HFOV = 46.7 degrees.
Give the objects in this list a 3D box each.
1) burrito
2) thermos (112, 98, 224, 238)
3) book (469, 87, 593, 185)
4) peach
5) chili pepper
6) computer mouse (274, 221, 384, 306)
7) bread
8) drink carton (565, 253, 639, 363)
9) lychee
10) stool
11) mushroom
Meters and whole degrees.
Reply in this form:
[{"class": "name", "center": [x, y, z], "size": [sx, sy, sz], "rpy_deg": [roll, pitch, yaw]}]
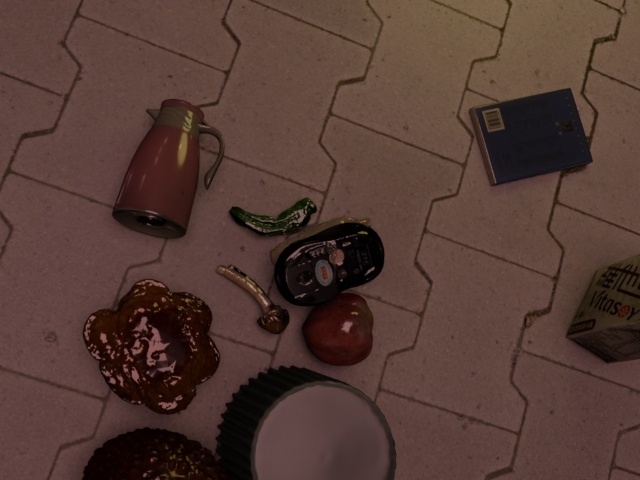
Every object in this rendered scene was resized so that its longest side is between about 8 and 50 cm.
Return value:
[{"class": "burrito", "center": [0.001, 0.001, 1.566], "size": [0.230, 0.063, 0.058], "rpy_deg": [-27, 127, -9]}, {"class": "thermos", "center": [-0.292, -0.148, 1.477], "size": [0.177, 0.146, 0.265], "rpy_deg": [15, 71, -4]}, {"class": "book", "center": [0.497, -0.246, 1.742], "size": [0.269, 0.025, 0.190], "rpy_deg": [-14, 85, -15]}, {"class": "peach", "center": [0.034, 0.177, 1.501], "size": [0.152, 0.152, 0.152], "rpy_deg": [2, 80, -13]}, {"class": "chili pepper", "center": [-0.096, -0.046, 1.552], "size": [0.182, 0.050, 0.073], "rpy_deg": [-7, 89, -12]}, {"class": "computer mouse", "center": [0.014, 0.046, 1.498], "size": [0.233, 0.096, 0.137], "rpy_deg": [-15, 113, -15]}, {"class": "bread", "center": [-0.305, 0.201, 1.412], "size": [0.232, 0.135, 0.246], "rpy_deg": [-38, 90, -17]}, {"class": "drink carton", "center": [0.679, 0.137, 1.566], "size": [0.132, 0.324, 0.194], "rpy_deg": [30, 73, -3]}, {"class": "lychee", "center": [-0.295, 0.466, 1.299], "size": [0.304, 0.276, 0.275], "rpy_deg": [16, 76, -35]}, {"class": "stool", "center": [-0.029, 0.375, 1.348], "size": [0.297, 0.330, 0.297], "rpy_deg": [2, 79, -13]}, {"class": "mushroom", "center": [-0.138, 0.117, 1.517], "size": [0.187, 0.061, 0.060], "rpy_deg": [46, 60, 10]}]
